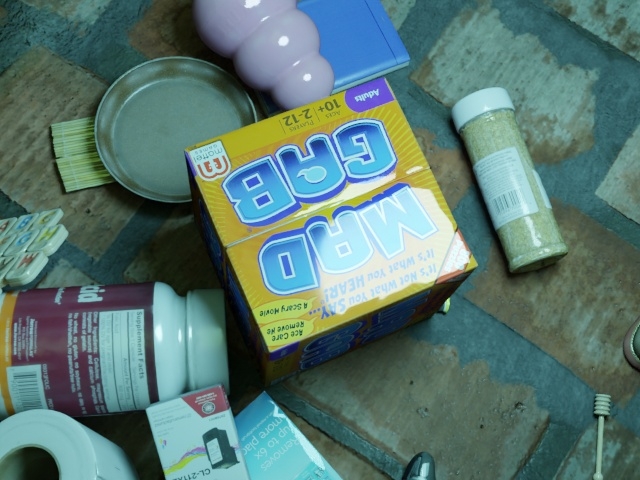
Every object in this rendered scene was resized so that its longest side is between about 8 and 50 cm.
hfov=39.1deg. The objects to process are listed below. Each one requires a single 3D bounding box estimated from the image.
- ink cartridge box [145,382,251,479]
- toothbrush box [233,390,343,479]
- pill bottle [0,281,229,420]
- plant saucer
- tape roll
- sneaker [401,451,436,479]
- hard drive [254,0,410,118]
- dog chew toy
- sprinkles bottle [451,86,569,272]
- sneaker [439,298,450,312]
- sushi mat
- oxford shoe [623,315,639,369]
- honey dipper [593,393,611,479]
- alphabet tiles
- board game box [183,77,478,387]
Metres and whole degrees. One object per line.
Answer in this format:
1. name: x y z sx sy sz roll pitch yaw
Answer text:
1. ink cartridge box: -0.193 0.331 1.446 0.127 0.072 0.175 -17 87 -7
2. toothbrush box: -0.081 0.444 1.543 0.216 0.126 0.295 -39 81 -14
3. pill bottle: -0.356 0.185 1.548 0.392 0.224 0.224 -3 73 -6
4. plant saucer: -0.278 -0.211 1.751 0.310 0.050 0.311 2 71 -5
5. tape roll: -0.436 0.414 1.457 0.246 0.169 0.246 -7 61 13
6. sneaker: 0.201 0.496 1.584 0.132 0.086 0.229 17 74 -11
7. hard drive: -0.004 -0.400 1.859 0.318 0.040 0.210 -23 76 -12
8. dog chew toy: -0.097 -0.380 1.725 0.206 0.206 0.332 -36 87 -14
9. sprinkles bottle: 0.366 -0.118 1.763 0.121 0.121 0.355 -15 75 -10
10. sneaker: 0.230 0.096 1.729 0.035 0.031 0.083 3 72 -4
11. sushi mat: -0.360 -0.193 1.773 0.316 0.019 0.151 -13 73 -9
12. oxford shoe: 0.712 0.097 1.720 0.123 0.130 0.348 32 73 5
13. honey dipper: 0.518 0.367 1.672 0.030 0.030 0.161 10 74 -2
14. alphabet tiles: -0.576 0.038 1.574 0.284 0.021 0.278 -9 36 29
15. board game box: 0.000 0.000 1.568 0.356 0.356 0.356 -21 75 -11
